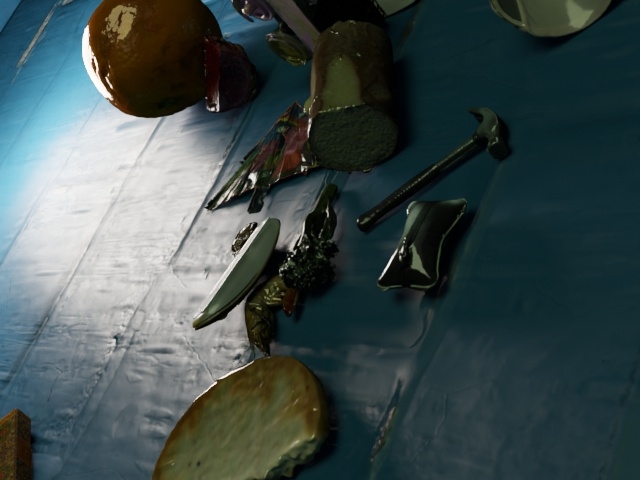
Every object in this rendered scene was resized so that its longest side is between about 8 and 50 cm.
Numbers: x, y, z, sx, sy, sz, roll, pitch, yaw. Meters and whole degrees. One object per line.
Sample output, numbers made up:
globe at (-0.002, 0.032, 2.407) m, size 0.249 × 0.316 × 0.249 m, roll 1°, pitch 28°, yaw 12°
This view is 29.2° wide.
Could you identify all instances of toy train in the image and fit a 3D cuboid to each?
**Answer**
toy train at (-0.023, -0.370, 1.933) m, size 0.177 × 0.261 × 0.134 m, roll 19°, pitch 74°, yaw 40°

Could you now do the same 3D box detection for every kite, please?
kite at (-0.063, -0.136, 1.956) m, size 0.321 × 0.016 × 0.234 m, roll -16°, pitch 43°, yaw 43°

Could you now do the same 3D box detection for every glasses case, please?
glasses case at (-0.493, 0.367, 1.946) m, size 0.075 × 0.049 × 0.218 m, roll -36°, pitch 33°, yaw 11°

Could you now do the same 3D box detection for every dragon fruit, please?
dragon fruit at (-0.151, -0.296, 2.163) m, size 0.102 × 0.096 × 0.147 m, roll -135°, pitch 42°, yaw -63°

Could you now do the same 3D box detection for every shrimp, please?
shrimp at (-0.061, 0.101, 1.687) m, size 0.095 × 0.045 × 0.162 m, roll -21°, pitch 32°, yaw 8°

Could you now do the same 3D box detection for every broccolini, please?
broccolini at (-0.015, -0.013, 1.708) m, size 0.091 × 0.068 × 0.203 m, roll -38°, pitch 32°, yaw 34°

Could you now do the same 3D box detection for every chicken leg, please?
chicken leg at (-0.118, 0.007, 1.866) m, size 0.036 × 0.021 × 0.083 m, roll 6°, pitch 62°, yaw 44°

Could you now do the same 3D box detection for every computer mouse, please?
computer mouse at (-0.114, 0.052, 1.762) m, size 0.199 × 0.045 × 0.102 m, roll -57°, pitch 8°, yaw -25°

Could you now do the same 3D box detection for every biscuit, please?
biscuit at (-0.105, 0.248, 1.573) m, size 0.309 × 0.040 × 0.204 m, roll -33°, pitch 36°, yaw 27°

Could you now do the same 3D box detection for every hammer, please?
hammer at (0.142, -0.089, 1.625) m, size 0.246 × 0.029 × 0.103 m, roll -35°, pitch 34°, yaw 27°

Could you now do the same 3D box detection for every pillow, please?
pillow at (0.126, 0.006, 1.520) m, size 0.091 × 0.055 × 0.136 m, roll -35°, pitch 26°, yaw 61°

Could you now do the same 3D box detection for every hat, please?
hat at (0.328, -0.378, 1.645) m, size 0.219 × 0.164 × 0.226 m, roll -34°, pitch 74°, yaw 26°

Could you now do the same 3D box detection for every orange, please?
orange at (-0.306, -0.351, 2.265) m, size 0.261 × 0.261 × 0.261 m, roll -33°, pitch 35°, yaw 27°

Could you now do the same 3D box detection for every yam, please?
yam at (0.049, -0.218, 1.793) m, size 0.238 × 0.129 × 0.128 m, roll -86°, pitch 10°, yaw -45°

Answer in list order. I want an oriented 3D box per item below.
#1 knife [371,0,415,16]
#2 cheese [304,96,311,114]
knife at (0.154, -0.408, 1.953) m, size 0.336 × 0.043 × 0.081 m, roll -27°, pitch 47°, yaw 45°
cheese at (0.001, -0.203, 1.921) m, size 0.044 × 0.030 × 0.083 m, roll -33°, pitch 33°, yaw -11°
